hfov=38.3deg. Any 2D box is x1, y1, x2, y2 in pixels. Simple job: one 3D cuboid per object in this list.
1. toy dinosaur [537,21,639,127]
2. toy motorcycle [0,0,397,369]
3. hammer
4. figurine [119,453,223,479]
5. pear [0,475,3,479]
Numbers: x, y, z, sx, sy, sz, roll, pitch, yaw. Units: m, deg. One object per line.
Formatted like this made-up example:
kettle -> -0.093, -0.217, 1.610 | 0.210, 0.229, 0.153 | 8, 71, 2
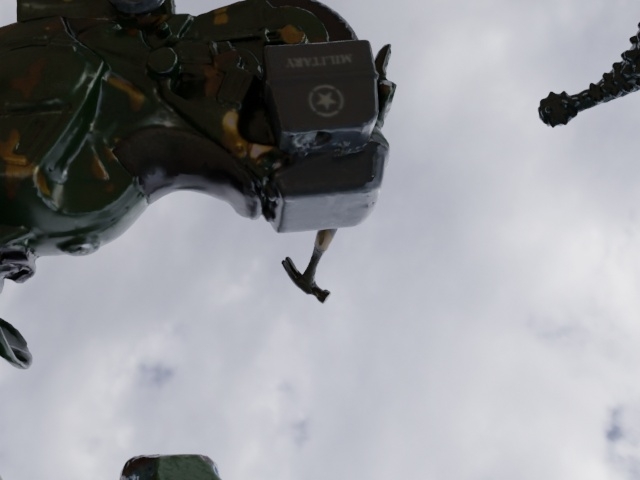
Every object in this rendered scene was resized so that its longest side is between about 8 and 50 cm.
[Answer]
toy dinosaur -> 0.184, -0.098, 0.472 | 0.154, 0.055, 0.049 | -29, -107, 22
toy motorcycle -> -0.093, -0.038, 0.438 | 0.275, 0.125, 0.187 | -6, -109, -8
hammer -> 0.000, 0.000, 1.193 | 0.078, 0.201, 0.021 | 34, -133, 12
figurine -> -0.126, 0.288, 0.685 | 0.185, 0.127, 0.234 | 54, -46, 43
pear -> -0.299, 0.211, 0.460 | 0.269, 0.269, 0.321 | 9, -153, 40
